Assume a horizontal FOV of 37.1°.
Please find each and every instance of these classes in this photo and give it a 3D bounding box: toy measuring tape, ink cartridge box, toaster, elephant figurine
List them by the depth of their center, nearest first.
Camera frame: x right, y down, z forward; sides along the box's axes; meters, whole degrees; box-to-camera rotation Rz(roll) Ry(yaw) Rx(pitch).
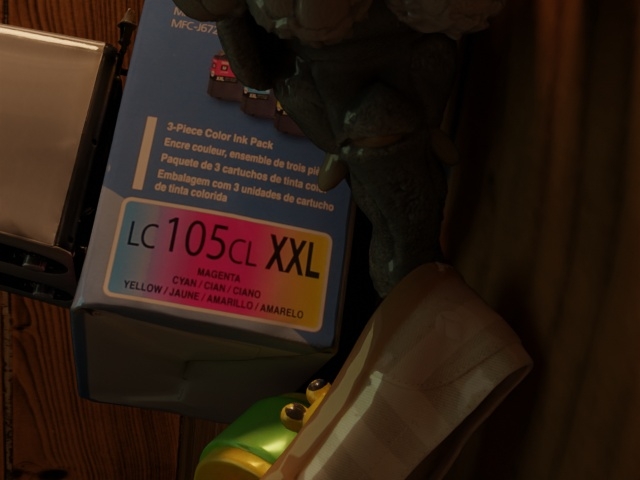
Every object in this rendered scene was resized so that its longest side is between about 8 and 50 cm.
[{"bbox_3d":[0.013,-0.104,0.421,0.186,0.169,0.239,-60,-11,-12],"label":"elephant figurine"},{"bbox_3d":[-0.024,0.187,0.568,0.121,0.121,0.330,-98,15,-45],"label":"toy measuring tape"},{"bbox_3d":[-0.061,-0.089,0.681,0.270,0.151,0.395,124,157,-66],"label":"ink cartridge box"},{"bbox_3d":[-0.204,-0.057,0.692,0.168,0.110,0.185,125,156,-69],"label":"toaster"}]

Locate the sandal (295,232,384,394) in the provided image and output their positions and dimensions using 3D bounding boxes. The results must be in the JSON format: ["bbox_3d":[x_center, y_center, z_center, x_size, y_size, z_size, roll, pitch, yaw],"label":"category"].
[{"bbox_3d":[0.024,0.067,0.594,0.067,0.040,0.179,-103,29,-42],"label":"sandal"}]

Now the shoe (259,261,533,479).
[{"bbox_3d":[0.011,0.113,0.402,0.076,0.058,0.219,-1,-55,-61],"label":"shoe"}]
